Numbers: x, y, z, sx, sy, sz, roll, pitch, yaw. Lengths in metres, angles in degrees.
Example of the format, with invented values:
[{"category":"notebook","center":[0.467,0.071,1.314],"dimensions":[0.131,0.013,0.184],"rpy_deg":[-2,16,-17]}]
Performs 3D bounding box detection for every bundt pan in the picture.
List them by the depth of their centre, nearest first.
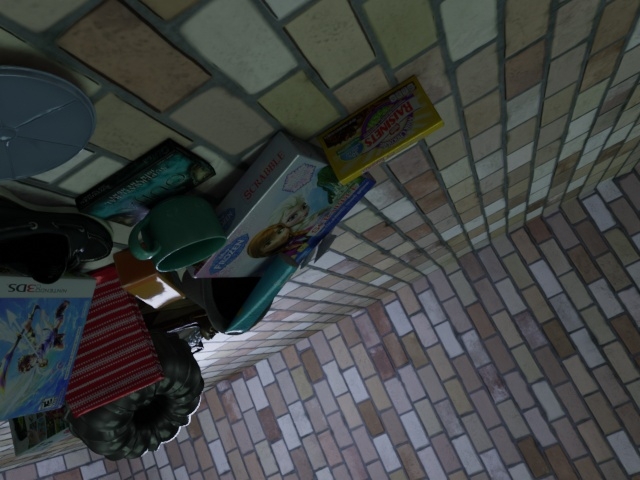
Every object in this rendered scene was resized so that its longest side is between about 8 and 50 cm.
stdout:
[{"category":"bundt pan","center":[-0.419,0.383,1.234],"dimensions":[0.331,0.124,0.330],"rpy_deg":[-27,134,-32]}]

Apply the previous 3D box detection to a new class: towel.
[{"category":"towel","center":[-0.462,0.205,1.074],"dimensions":[0.199,0.274,0.031],"rpy_deg":[-21,-170,-16]}]

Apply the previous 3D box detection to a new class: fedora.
[{"category":"fedora","center":[-0.220,0.092,1.196],"dimensions":[0.124,0.243,0.275],"rpy_deg":[-2,-172,31]}]

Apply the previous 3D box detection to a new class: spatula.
[{"category":"spatula","center":[0.000,0.000,1.275],"dimensions":[0.168,0.019,0.242],"rpy_deg":[-43,-170,41]}]

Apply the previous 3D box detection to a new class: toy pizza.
[{"category":"toy pizza","center":[-0.360,-0.131,0.584],"dimensions":[0.201,0.032,0.201],"rpy_deg":[-23,164,-7]}]

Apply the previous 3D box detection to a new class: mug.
[{"category":"mug","center":[-0.239,-0.020,0.874],"dimensions":[0.129,0.097,0.158],"rpy_deg":[-27,169,2]}]

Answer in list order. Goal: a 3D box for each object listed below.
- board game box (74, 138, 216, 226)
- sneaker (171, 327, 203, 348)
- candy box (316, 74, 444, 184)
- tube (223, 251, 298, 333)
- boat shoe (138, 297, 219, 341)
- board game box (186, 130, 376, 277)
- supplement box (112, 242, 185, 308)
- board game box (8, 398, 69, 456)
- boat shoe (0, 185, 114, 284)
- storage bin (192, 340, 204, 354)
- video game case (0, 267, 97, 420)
[{"category":"board game box","center":[-0.277,-0.087,0.839],"dimensions":[0.186,0.026,0.126],"rpy_deg":[-29,162,12]},{"category":"sneaker","center":[-0.448,0.284,1.561],"dimensions":[0.297,0.129,0.111],"rpy_deg":[-35,152,-50]},{"category":"candy box","center":[0.103,-0.194,0.921],"dimensions":[0.206,0.105,0.027],"rpy_deg":[-30,163,14]},{"category":"tube","center":[-0.125,0.121,1.107],"dimensions":[0.207,0.052,0.080],"rpy_deg":[-54,149,12]},{"category":"boat shoe","center":[-0.294,0.203,1.362],"dimensions":[0.342,0.123,0.123],"rpy_deg":[-4,166,-14]},{"category":"board game box","center":[-0.074,-0.050,1.057],"dimensions":[0.318,0.066,0.318],"rpy_deg":[-47,156,21]},{"category":"supplement box","center":[-0.366,0.083,1.132],"dimensions":[0.078,0.080,0.233],"rpy_deg":[-22,161,-7]},{"category":"board game box","center":[-0.673,0.388,1.351],"dimensions":[0.303,0.224,0.097],"rpy_deg":[-31,160,15]},{"category":"boat shoe","center":[-0.420,0.009,0.770],"dimensions":[0.127,0.113,0.340],"rpy_deg":[-27,163,3]},{"category":"storage bin","center":[-0.479,0.342,1.721],"dimensions":[0.122,0.084,0.180],"rpy_deg":[-26,162,3]},{"category":"video game case","center":[-0.544,0.183,0.918],"dimensions":[0.061,0.269,0.244],"rpy_deg":[16,-178,27]}]
